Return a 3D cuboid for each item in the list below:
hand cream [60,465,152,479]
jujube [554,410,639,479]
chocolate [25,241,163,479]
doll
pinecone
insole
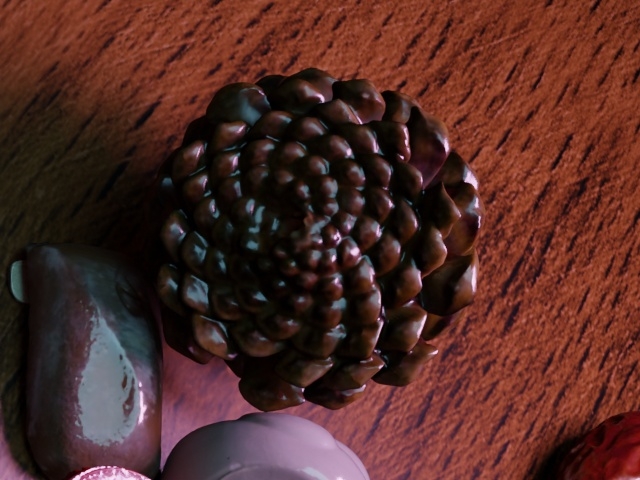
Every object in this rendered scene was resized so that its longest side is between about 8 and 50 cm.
[{"bbox_3d":[-0.222,0.317,1.863,0.193,0.125,0.193,20,59,-37],"label":"hand cream"},{"bbox_3d":[0.403,0.304,2.448,0.290,0.197,0.197,-26,91,-48],"label":"jujube"},{"bbox_3d":[-0.214,0.122,1.985,0.161,0.083,0.261,10,68,-42],"label":"chocolate"},{"bbox_3d":[-0.043,0.267,2.042,0.251,0.221,0.221,17,56,-7],"label":"doll"},{"bbox_3d":[0.000,0.000,2.075,0.384,0.384,0.384,21,58,-37],"label":"pinecone"},{"bbox_3d":[-0.244,0.048,2.052,0.192,0.010,0.063,7,67,-43],"label":"insole"}]
